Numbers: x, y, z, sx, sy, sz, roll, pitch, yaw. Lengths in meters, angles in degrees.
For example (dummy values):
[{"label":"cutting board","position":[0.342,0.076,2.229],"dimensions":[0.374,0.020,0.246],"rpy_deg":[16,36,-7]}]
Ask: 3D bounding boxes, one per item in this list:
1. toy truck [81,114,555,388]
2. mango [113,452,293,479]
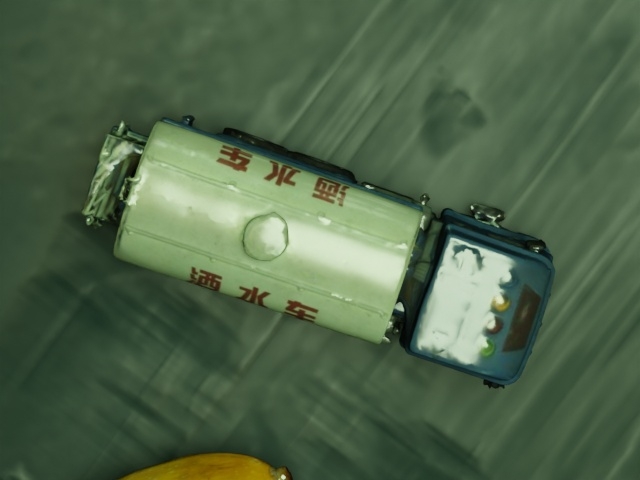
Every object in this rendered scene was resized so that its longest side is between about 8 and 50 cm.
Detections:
[{"label":"toy truck","position":[0.000,0.000,0.757],"dimensions":[0.202,0.088,0.074],"rpy_deg":[19,93,1]},{"label":"mango","position":[-0.085,0.159,0.781],"dimensions":[0.190,0.075,0.098],"rpy_deg":[-38,86,11]}]
